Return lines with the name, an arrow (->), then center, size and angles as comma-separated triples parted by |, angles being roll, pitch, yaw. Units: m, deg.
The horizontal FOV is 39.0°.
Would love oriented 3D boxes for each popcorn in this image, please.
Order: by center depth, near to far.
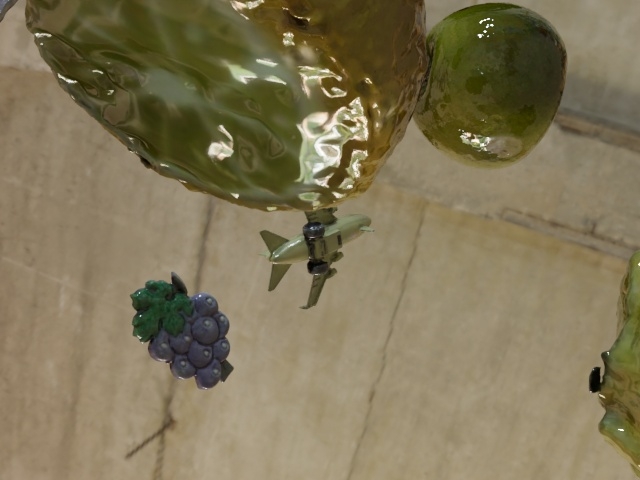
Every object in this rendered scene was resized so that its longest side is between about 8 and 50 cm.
popcorn -> 0.372, 0.107, 0.851 | 0.286, 0.215, 0.252 | -62, 4, -29

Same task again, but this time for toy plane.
toy plane -> 0.000, 0.000, 1.574 | 0.244, 0.092, 0.229 | -20, -68, -30

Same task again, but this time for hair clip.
hair clip -> -0.195, 0.129, 1.299 | 0.195, 0.052, 0.124 | 48, -117, -25

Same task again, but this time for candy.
candy -> -0.058, -0.125, 0.562 | 0.260, 0.260, 0.118 | 81, -147, -56

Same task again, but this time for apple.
apple -> 0.187, -0.178, 1.029 | 0.196, 0.157, 0.196 | -171, 90, -78

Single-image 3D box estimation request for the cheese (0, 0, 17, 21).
cheese -> -0.296, -0.256, 0.883 | 0.037, 0.097, 0.192 | 92, -172, -45
